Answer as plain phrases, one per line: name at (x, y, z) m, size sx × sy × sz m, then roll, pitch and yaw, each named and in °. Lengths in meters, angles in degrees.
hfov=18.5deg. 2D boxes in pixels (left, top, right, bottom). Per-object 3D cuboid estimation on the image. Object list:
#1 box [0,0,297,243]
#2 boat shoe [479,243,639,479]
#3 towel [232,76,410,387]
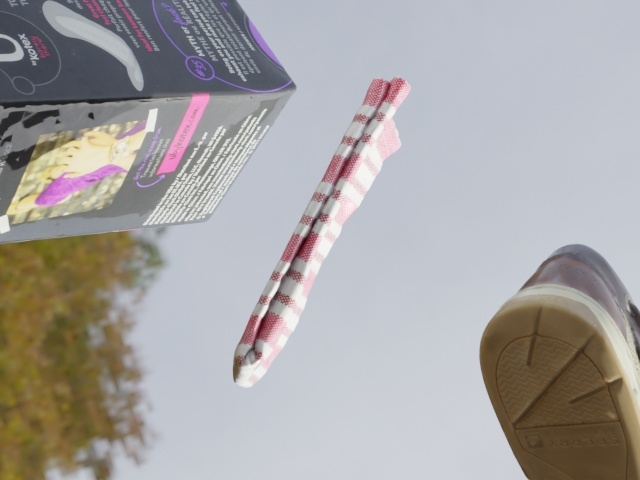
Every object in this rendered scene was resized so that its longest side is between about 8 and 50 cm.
box at (-0.180, -0.105, 1.320) m, size 0.165 × 0.270 × 0.143 m, roll 56°, pitch -51°, yaw 26°
boat shoe at (0.164, 0.131, 1.051) m, size 0.103 × 0.092 × 0.285 m, roll -4°, pitch -58°, yaw 34°
towel at (0.000, 0.000, 1.193) m, size 0.029 × 0.197 × 0.144 m, roll 27°, pitch -8°, yaw 3°
